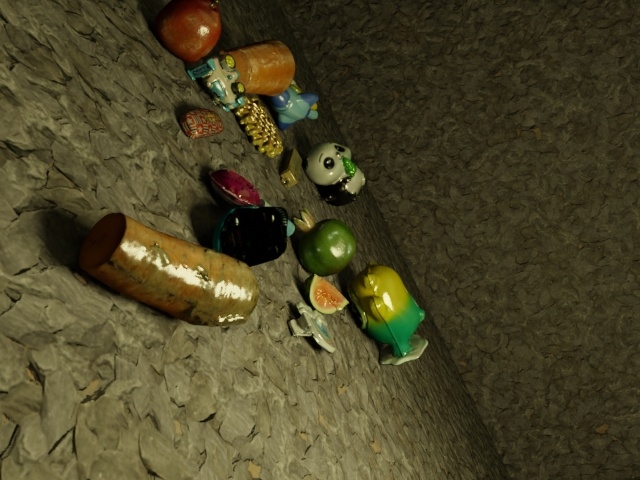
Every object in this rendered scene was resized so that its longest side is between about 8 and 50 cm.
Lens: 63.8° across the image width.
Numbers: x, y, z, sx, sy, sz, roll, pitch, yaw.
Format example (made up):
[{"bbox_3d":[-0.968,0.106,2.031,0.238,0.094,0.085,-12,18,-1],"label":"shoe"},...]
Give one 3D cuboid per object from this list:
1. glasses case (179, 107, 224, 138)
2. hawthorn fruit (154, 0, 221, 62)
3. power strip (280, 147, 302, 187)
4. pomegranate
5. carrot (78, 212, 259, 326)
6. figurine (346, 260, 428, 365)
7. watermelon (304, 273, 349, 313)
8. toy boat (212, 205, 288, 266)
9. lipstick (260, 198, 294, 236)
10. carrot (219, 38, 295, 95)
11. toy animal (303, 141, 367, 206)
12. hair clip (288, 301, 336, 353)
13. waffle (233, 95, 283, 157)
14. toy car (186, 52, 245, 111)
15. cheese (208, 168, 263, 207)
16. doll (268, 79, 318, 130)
[{"bbox_3d":[-0.300,-0.305,1.324,0.073,0.049,0.194,60,16,-9],"label":"glasses case"},{"bbox_3d":[-0.343,-0.578,1.380,0.169,0.188,0.169,46,28,-34],"label":"hawthorn fruit"},{"bbox_3d":[-0.104,-0.267,1.880,0.064,0.044,0.305,57,17,-23],"label":"power strip"},{"bbox_3d":[0.001,-0.001,1.569,0.225,0.187,0.187,47,19,-11],"label":"pomegranate"},{"bbox_3d":[-0.230,0.057,0.832,0.302,0.139,0.138,35,31,-44],"label":"carrot"},{"bbox_3d":[0.232,0.240,1.793,0.323,0.231,0.340,-65,131,-71],"label":"figurine"},{"bbox_3d":[-0.001,0.168,1.464,0.163,0.087,0.069,41,45,-33],"label":"watermelon"},{"bbox_3d":[-0.177,-0.015,1.194,0.299,0.092,0.134,-10,106,-67],"label":"toy boat"},{"bbox_3d":[-0.132,-0.063,1.463,0.158,0.048,0.048,40,27,-53],"label":"lipstick"},{"bbox_3d":[-0.221,-0.565,1.667,0.196,0.196,0.254,62,28,-2],"label":"carrot"},{"bbox_3d":[0.061,-0.284,2.123,0.266,0.213,0.212,56,17,-35],"label":"toy animal"},{"bbox_3d":[-0.016,0.236,1.359,0.140,0.054,0.220,57,8,29],"label":"hair clip"},{"bbox_3d":[-0.213,-0.394,1.728,0.253,0.056,0.249,28,38,-62],"label":"waffle"},{"bbox_3d":[-0.297,-0.444,1.474,0.098,0.126,0.161,-48,122,-50],"label":"toy car"},{"bbox_3d":[-0.209,-0.132,1.286,0.155,0.062,0.244,34,10,-12],"label":"cheese"},{"bbox_3d":[-0.145,-0.594,2.013,0.365,0.187,0.376,47,48,-17],"label":"doll"}]
